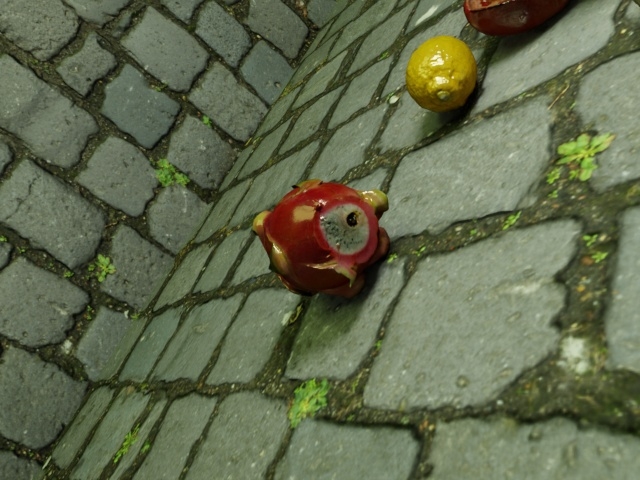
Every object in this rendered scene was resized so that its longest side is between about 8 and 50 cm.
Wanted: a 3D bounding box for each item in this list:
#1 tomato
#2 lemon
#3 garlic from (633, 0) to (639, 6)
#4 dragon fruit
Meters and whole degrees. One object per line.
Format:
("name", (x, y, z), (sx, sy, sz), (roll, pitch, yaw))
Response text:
("tomato", (0.396, -0.473, 1.117), (0.228, 0.101, 0.228), (-27, 32, 19))
("lemon", (0.237, -0.323, 1.131), (0.142, 0.142, 0.187), (-36, 25, 33))
("garlic", (0.514, -0.437, 0.733), (0.249, 0.286, 0.313), (-10, 20, -19))
("dragon fruit", (0.002, -0.003, 1.017), (0.224, 0.224, 0.227), (-57, 21, -14))
